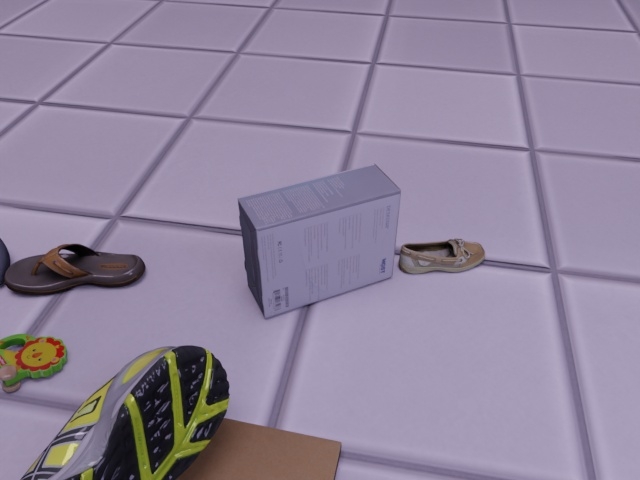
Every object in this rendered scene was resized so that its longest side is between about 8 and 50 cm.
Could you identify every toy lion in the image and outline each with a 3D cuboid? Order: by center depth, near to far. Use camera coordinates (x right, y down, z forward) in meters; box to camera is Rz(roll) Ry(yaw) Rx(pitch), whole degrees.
[{"bbox_3d":[-0.419,0.165,0.828,0.100,0.034,0.096,31,42,32],"label":"toy lion"}]

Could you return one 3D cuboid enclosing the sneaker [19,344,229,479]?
[{"bbox_3d":[-0.259,0.279,0.639,0.147,0.145,0.384,-10,30,52],"label":"sneaker"}]

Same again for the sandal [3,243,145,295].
[{"bbox_3d":[-0.403,0.040,0.950,0.219,0.060,0.090,-1,40,-1],"label":"sandal"}]

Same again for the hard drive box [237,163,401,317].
[{"bbox_3d":[0.000,0.000,0.908,0.232,0.181,0.089,-15,41,-19],"label":"hard drive box"}]

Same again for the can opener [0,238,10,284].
[{"bbox_3d":[-0.533,0.082,0.889,0.095,0.076,0.283,-16,44,-17],"label":"can opener"}]

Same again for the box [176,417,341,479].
[{"bbox_3d":[-0.087,0.293,0.682,0.201,0.021,0.164,8,41,10],"label":"box"}]

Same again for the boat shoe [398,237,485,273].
[{"bbox_3d":[0.209,0.020,0.985,0.153,0.048,0.056,-4,41,-5],"label":"boat shoe"}]
